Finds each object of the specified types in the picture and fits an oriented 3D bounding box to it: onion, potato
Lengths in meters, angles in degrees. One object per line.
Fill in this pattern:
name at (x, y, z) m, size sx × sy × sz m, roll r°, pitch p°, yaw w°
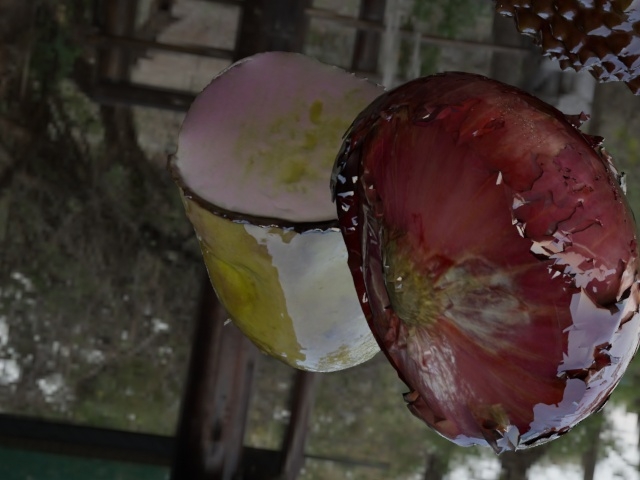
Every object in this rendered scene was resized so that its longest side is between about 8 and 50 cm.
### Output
onion at (0.091, 0.002, 0.588) m, size 0.147 × 0.184 × 0.184 m, roll -26°, pitch -166°, yaw -21°
potato at (0.000, 0.000, 1.082) m, size 0.229 × 0.229 × 0.266 m, roll 8°, pitch 139°, yaw 10°

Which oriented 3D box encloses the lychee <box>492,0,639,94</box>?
lychee at (0.235, -0.227, 0.884) m, size 0.267 × 0.268 × 0.267 m, roll 8°, pitch 180°, yaw 0°
